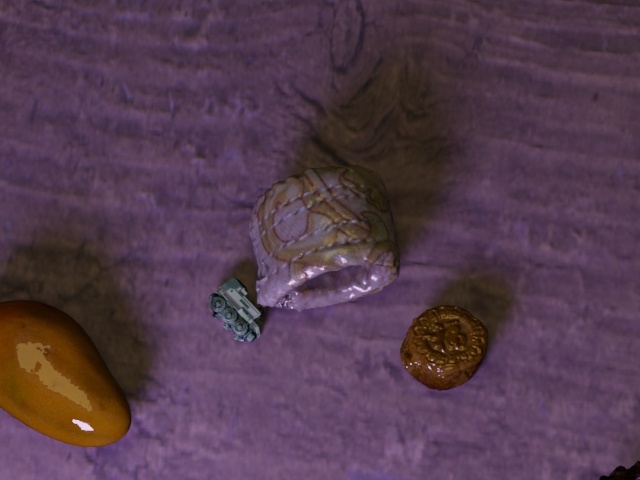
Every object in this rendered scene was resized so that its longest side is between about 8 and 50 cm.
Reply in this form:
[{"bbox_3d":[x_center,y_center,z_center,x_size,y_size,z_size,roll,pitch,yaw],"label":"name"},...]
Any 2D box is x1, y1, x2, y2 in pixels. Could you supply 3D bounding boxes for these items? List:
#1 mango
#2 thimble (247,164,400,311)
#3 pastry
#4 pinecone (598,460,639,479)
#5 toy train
[{"bbox_3d":[-0.331,0.160,1.879,0.253,0.113,0.138,32,73,18],"label":"mango"},{"bbox_3d":[0.000,0.000,1.915,0.190,0.137,0.143,-19,64,13],"label":"thimble"},{"bbox_3d":[0.152,0.131,1.877,0.109,0.057,0.097,-16,58,-5],"label":"pastry"},{"bbox_3d":[0.371,0.380,1.642,0.246,0.246,0.292,-4,83,4],"label":"pinecone"},{"bbox_3d":[-0.102,0.090,1.935,0.053,0.033,0.083,-39,67,-17],"label":"toy train"}]
